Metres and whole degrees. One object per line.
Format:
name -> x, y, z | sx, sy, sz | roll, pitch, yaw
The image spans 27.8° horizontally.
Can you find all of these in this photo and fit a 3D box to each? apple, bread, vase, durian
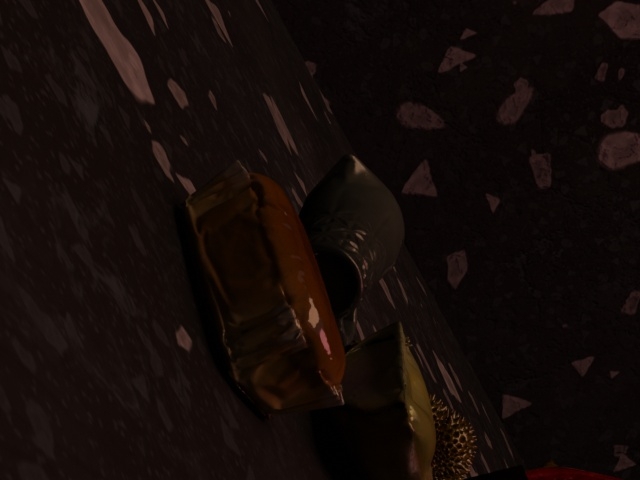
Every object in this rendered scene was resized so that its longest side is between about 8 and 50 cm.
apple -> 0.076, 0.223, 1.483 | 0.265, 0.120, 0.193 | -84, 159, -72
bread -> -0.052, 0.046, 1.251 | 0.136, 0.107, 0.241 | 59, 9, -47
vase -> 0.025, 0.030, 1.737 | 0.301, 0.156, 0.251 | -58, 147, -74
durian -> 0.180, 0.291, 2.001 | 0.146, 0.102, 0.208 | 48, 13, -53

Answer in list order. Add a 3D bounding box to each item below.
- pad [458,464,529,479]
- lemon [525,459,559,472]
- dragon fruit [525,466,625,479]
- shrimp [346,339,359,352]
pad -> 0.208, 0.387, 1.632 | 0.245, 0.170, 0.006 | -107, -176, -55
lemon -> 0.363, 0.497, 2.068 | 0.253, 0.228, 0.228 | 65, 8, 4
dragon fruit -> 0.347, 0.485, 1.707 | 0.386, 0.371, 0.249 | -31, 133, -51
shrimp -> 0.081, 0.192, 1.833 | 0.154, 0.062, 0.294 | 55, -1, 24
